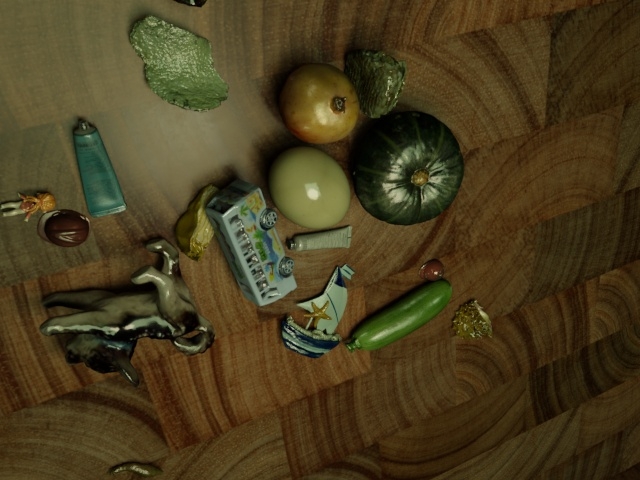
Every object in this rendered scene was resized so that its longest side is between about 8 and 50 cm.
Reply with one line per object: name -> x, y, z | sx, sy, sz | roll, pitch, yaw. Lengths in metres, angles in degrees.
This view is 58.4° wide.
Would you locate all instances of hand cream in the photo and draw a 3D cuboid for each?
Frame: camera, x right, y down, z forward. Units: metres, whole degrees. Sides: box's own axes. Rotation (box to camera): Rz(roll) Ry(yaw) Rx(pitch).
hand cream -> -0.487, -0.154, 1.249 | 0.083, 0.048, 0.224 | -15, 126, -19
hand cream -> 0.000, 0.000, 1.567 | 0.195, 0.042, 0.067 | -7, 109, -29

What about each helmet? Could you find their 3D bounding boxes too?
helmet -> -0.563, -0.016, 1.262 | 0.111, 0.057, 0.089 | 4, 114, -28
helmet -> 0.354, 0.100, 1.783 | 0.084, 0.049, 0.065 | -29, 124, -12

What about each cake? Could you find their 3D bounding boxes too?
cake -> -0.282, -0.041, 1.362 | 0.185, 0.116, 0.080 | -44, 127, 3

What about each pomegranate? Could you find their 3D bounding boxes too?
pomegranate -> 0.001, -0.315, 1.325 | 0.191, 0.191, 0.191 | -11, 118, -22

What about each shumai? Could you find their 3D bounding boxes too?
shumai -> 0.158, -0.383, 1.376 | 0.142, 0.184, 0.184 | -20, 121, -24

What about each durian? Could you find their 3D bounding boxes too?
durian -> 0.544, 0.299, 1.957 | 0.224, 0.078, 0.140 | 33, 96, -33

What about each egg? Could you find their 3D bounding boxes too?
egg -> -0.024, -0.126, 1.403 | 0.186, 0.186, 0.242 | -48, 136, 1

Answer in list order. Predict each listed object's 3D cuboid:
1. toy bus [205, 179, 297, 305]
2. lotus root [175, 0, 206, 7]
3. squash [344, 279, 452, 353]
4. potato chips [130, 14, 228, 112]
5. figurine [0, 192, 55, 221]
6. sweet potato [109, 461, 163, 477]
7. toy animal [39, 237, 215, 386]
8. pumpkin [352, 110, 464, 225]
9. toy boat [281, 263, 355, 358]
toy bus -> -0.165, 0.017, 1.420 | 0.136, 0.109, 0.329 | -42, 132, -29
lotus root -> -0.268, -0.560, 1.104 | 0.139, 0.138, 0.213 | -20, 112, -17
squash -> 0.253, 0.238, 1.765 | 0.395, 0.107, 0.107 | -28, 123, -12
potato chips -> -0.297, -0.378, 1.224 | 0.167, 0.059, 0.228 | -33, 119, -16
figurine -> -0.622, -0.073, 1.215 | 0.109, 0.047, 0.064 | -14, 96, -14
sweet potato -> -0.515, 0.649, 1.619 | 0.153, 0.038, 0.041 | 16, 82, -30
toy animal -> -0.439, 0.209, 1.353 | 0.345, 0.194, 0.302 | -29, 118, -5
pumpkin -> 0.224, -0.188, 1.490 | 0.301, 0.207, 0.299 | -4, 113, -9
toy boat -> 0.010, 0.197, 1.668 | 0.221, 0.067, 0.290 | 27, 88, -34
